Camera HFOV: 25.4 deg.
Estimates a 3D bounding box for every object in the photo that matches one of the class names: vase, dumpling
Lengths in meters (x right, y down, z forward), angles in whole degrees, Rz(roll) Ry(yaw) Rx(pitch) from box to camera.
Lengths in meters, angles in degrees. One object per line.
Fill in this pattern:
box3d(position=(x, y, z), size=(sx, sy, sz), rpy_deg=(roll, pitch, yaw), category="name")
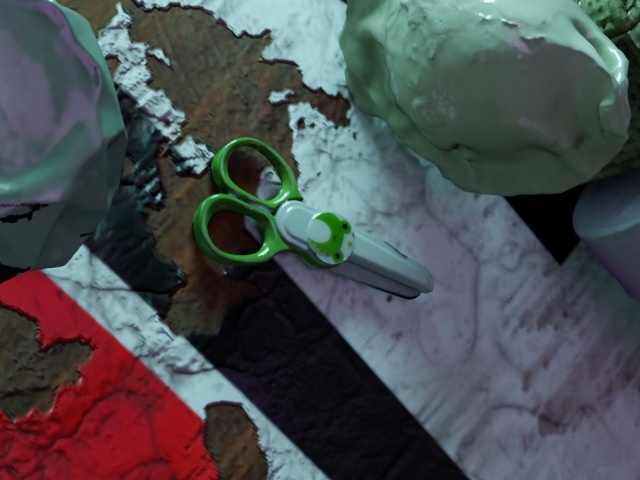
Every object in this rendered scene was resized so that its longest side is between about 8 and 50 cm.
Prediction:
box3d(position=(-0.233, -0.030, 0.782), size=(0.165, 0.360, 0.165), rpy_deg=(7, 76, -28), category="vase")
box3d(position=(0.119, -0.124, 1.093), size=(0.258, 0.193, 0.147), rpy_deg=(29, 35, 21), category="dumpling")

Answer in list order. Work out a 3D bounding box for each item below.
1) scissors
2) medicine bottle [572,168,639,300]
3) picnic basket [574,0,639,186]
box3d(position=(0.000, 0.000, 1.100), size=(0.204, 0.027, 0.101), rpy_deg=(26, 70, -21), category="scissors")
box3d(position=(0.392, 0.040, 1.206), size=(0.325, 0.212, 0.212), rpy_deg=(46, 62, -14), category="medicine bottle")
box3d(position=(0.244, -0.152, 1.172), size=(0.134, 0.196, 0.154), rpy_deg=(-44, 103, -26), category="picnic basket")
